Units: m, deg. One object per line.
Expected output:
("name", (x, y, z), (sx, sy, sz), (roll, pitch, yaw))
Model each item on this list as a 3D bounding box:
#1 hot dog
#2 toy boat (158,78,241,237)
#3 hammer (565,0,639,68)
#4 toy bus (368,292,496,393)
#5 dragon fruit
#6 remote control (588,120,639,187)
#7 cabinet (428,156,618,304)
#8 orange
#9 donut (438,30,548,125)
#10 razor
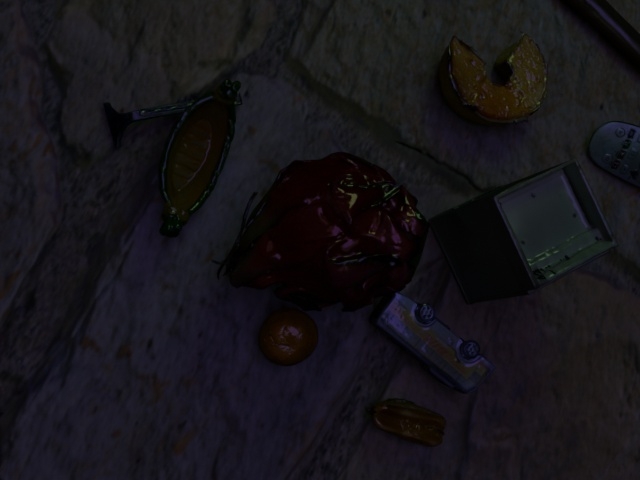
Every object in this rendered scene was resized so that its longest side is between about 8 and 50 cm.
("hot dog", (0.125, 0.259, 1.175), (0.133, 0.041, 0.056), (22, 77, -20))
("toy boat", (-0.168, -0.112, 1.102), (0.089, 0.088, 0.229), (23, 86, -27))
("hammer", (0.535, -0.317, 1.368), (0.440, 0.044, 0.168), (42, 72, -7))
("toy bus", (0.162, 0.147, 1.185), (0.190, 0.064, 0.075), (40, 80, -8))
("dragon fruit", (0.000, 0.000, 1.070), (0.293, 0.234, 0.233), (-20, 88, -25))
("remote control", (0.558, -0.126, 1.340), (0.256, 0.045, 0.097), (23, 105, -10))
("cabinet", (0.284, -0.006, 1.165), (0.145, 0.206, 0.150), (-24, 89, -18))
("orange", (-0.044, 0.132, 1.123), (0.083, 0.070, 0.083), (-1, 99, -4))
("donut", (0.264, -0.243, 1.264), (0.181, 0.078, 0.146), (-9, 86, -23))
("razor", (-0.201, -0.180, 1.141), (0.190, 0.033, 0.066), (-14, 87, -18))
